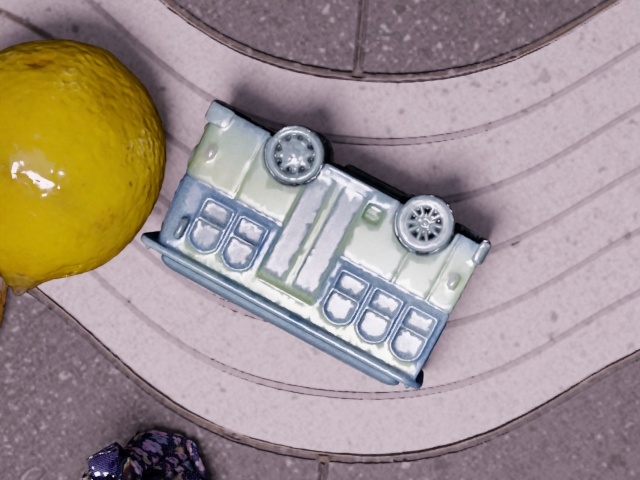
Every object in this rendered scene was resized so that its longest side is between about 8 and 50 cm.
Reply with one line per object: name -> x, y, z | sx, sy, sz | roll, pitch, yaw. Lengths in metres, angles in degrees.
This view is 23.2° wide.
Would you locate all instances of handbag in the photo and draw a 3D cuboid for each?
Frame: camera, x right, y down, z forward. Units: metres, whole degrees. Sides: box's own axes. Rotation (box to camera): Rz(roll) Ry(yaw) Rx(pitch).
handbag -> -0.179, 0.303, 1.559 | 0.126, 0.208, 0.229 | 1, 95, 10

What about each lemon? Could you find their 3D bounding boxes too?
lemon -> -0.267, -0.085, 1.539 | 0.228, 0.253, 0.228 | 5, 130, 5

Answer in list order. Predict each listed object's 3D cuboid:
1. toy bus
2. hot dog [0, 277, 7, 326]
toy bus -> 0.000, 0.000, 1.559 | 0.312, 0.152, 0.190 | 28, 94, 3
hot dog -> -0.388, 0.040, 1.643 | 0.131, 0.069, 0.253 | 14, 91, 14
